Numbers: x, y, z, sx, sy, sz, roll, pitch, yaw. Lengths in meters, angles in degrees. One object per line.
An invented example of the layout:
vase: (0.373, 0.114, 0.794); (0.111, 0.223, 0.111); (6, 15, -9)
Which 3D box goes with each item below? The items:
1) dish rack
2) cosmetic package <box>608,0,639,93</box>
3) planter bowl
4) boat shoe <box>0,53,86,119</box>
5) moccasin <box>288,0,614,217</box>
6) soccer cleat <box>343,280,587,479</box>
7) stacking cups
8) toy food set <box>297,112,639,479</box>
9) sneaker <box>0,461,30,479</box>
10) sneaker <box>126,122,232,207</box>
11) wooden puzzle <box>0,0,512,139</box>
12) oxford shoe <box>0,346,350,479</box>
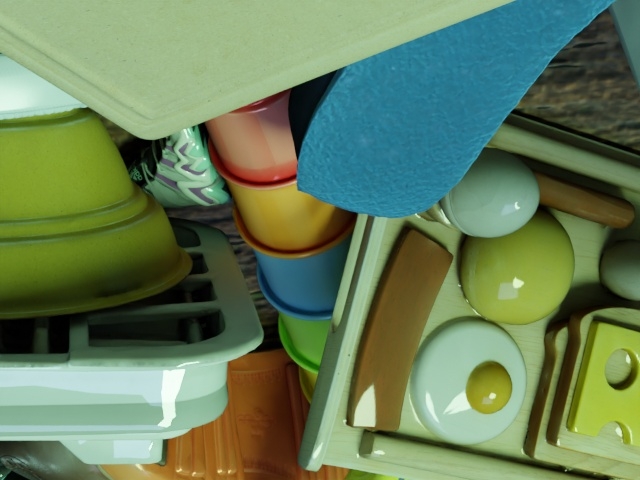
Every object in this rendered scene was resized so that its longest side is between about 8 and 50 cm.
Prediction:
dish rack: (-0.206, 0.048, 0.852); (0.333, 0.285, 0.072); (1, 104, -9)
cosmetic package: (0.389, -0.011, 0.706); (0.327, 0.393, 0.329); (11, 144, -40)
planter bowl: (-0.174, -0.031, 0.849); (0.217, 0.217, 0.090); (-1, 104, -9)
boat shoe: (-0.220, -0.107, 0.761); (0.302, 0.109, 0.094); (-3, 104, -20)
moccasin: (0.076, -0.155, 0.726); (0.138, 0.116, 0.342); (25, 130, -25)
soccer cleat: (0.079, 0.093, 1.009); (0.093, 0.289, 0.121); (20, 152, 54)
stacking cups: (0.000, 0.000, 0.958); (0.096, 0.096, 0.316); (-11, 146, 7)
toy food set: (0.142, 0.046, 0.933); (0.306, 0.219, 0.092); (15, 177, -28)
sneaker: (-0.236, 0.096, 1.053); (0.101, 0.106, 0.267); (-27, 140, 32)
sneaker: (-0.093, -0.044, 0.928); (0.069, 0.038, 0.098); (-12, 145, 6)
wooden puzzle: (-0.040, -0.118, 0.597); (0.221, 0.044, 0.239); (-18, 156, 28)
oxford shoe: (-0.061, 0.139, 1.125); (0.133, 0.130, 0.364); (-18, 154, 32)
